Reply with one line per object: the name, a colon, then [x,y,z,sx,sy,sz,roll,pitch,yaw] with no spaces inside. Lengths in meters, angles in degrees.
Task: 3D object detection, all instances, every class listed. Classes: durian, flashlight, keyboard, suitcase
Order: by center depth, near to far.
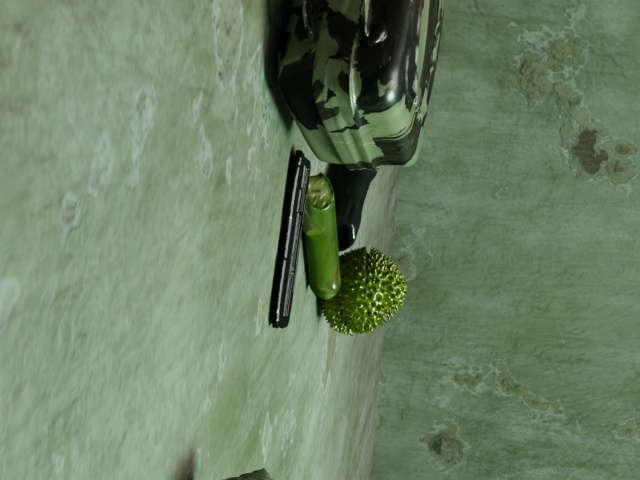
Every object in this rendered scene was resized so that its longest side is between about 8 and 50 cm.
suitcase: [0.052,-0.299,1.251,0.339,0.194,0.352,55,43,-67]
keyboard: [-0.044,0.000,1.408,0.106,0.016,0.262,36,62,-80]
flashlight: [0.063,-0.127,1.800,0.424,0.103,0.103,-70,164,-50]
durian: [0.069,0.103,1.807,0.198,0.159,0.146,-47,-173,41]

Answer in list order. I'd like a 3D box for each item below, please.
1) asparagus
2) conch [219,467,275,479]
asparagus: [0.002,0.000,1.571,0.278,0.060,0.067,84,26,-53]
conch: [-0.098,0.316,1.015,0.153,0.102,0.135,-43,165,-23]
